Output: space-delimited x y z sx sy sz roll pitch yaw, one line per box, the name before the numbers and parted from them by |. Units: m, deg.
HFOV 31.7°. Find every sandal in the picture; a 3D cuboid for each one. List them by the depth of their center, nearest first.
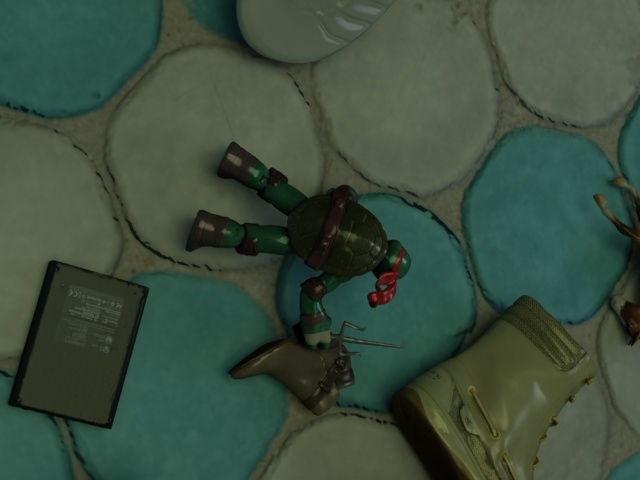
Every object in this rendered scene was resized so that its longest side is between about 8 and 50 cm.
sandal | 0.038 -0.361 1.148 0.169 0.102 0.416 33 82 -33

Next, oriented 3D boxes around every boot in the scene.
boot | -0.021 0.132 1.099 0.118 0.042 0.087 -31 99 -23
boot | 0.216 0.210 1.167 0.203 0.095 0.262 -36 94 -24

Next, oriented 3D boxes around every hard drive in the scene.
hard drive | -0.219 0.095 1.027 0.094 0.022 0.135 18 77 -21

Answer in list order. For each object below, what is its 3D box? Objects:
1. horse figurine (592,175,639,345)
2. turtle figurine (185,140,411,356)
horse figurine | 0.419 -0.018 1.292 0.263 0.066 0.174 -30 91 -21
turtle figurine | 0.000 0.000 1.079 0.234 0.118 0.175 25 56 -5
